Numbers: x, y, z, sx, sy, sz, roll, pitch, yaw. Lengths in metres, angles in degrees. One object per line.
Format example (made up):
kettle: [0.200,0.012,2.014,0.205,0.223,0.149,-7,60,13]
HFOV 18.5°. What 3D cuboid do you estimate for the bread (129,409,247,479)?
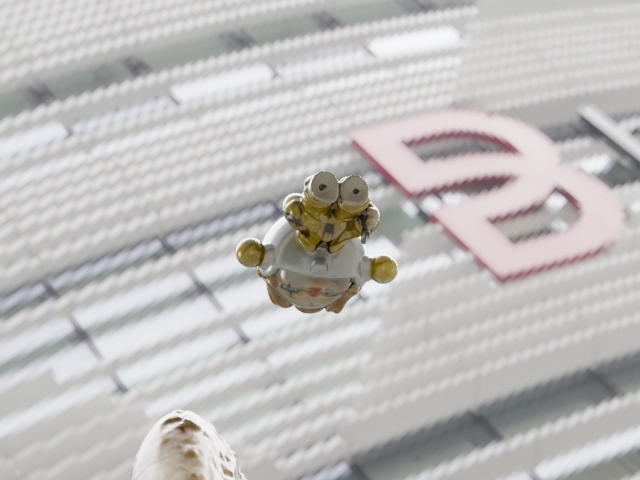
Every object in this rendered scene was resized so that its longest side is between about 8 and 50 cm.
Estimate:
bread: [-0.027,0.147,0.661,0.054,0.136,0.154,-27,-76,4]

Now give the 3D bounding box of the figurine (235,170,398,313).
figurine: [-0.005,-0.001,1.293,0.101,0.068,0.143,-4,-29,14]
